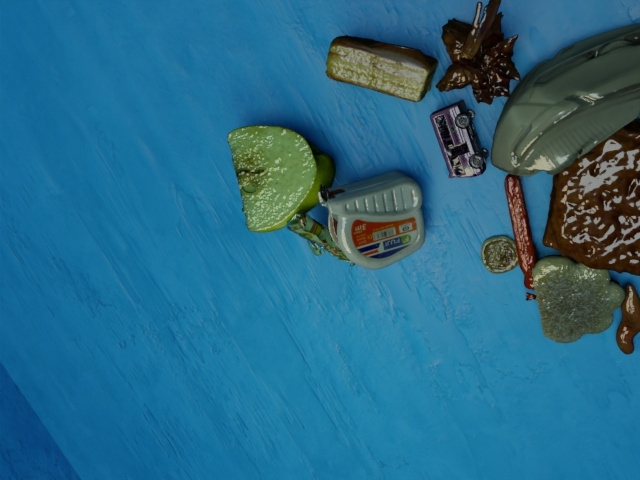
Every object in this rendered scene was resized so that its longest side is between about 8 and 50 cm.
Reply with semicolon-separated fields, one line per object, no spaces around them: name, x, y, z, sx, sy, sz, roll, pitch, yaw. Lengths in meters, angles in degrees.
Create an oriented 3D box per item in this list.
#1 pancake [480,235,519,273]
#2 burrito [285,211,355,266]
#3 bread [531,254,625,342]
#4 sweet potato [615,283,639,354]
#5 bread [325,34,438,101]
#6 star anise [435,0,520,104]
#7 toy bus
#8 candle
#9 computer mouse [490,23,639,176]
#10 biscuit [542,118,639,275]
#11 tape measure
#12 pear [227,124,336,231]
pancake;0.455;0.036;1.711;0.108;0.017;0.108;6;113;13
burrito;0.000;0.000;1.761;0.104;0.288;0.054;-7;65;37
bread;0.626;0.143;1.632;0.207;0.056;0.286;-13;126;20
sweet potato;0.757;0.195;1.645;0.058;0.055;0.202;19;122;44
bread;0.144;-0.402;1.547;0.234;0.184;0.110;17;113;11
star anise;0.335;-0.409;1.446;0.148;0.346;0.237;-24;81;-4
toy bus;0.330;-0.236;1.606;0.098;0.087;0.178;-17;102;27
candle;0.499;-0.011;1.655;0.048;0.051;0.329;-9;107;22
computer mouse;0.520;-0.303;1.418;0.429;0.228;0.145;-37;124;26
biscuit;0.711;-0.090;1.481;0.395;0.166;0.342;9;116;15
tape measure;0.132;-0.055;1.690;0.243;0.125;0.246;-15;115;-10
pear;-0.090;-0.175;1.739;0.292;0.159;0.292;1;93;19
